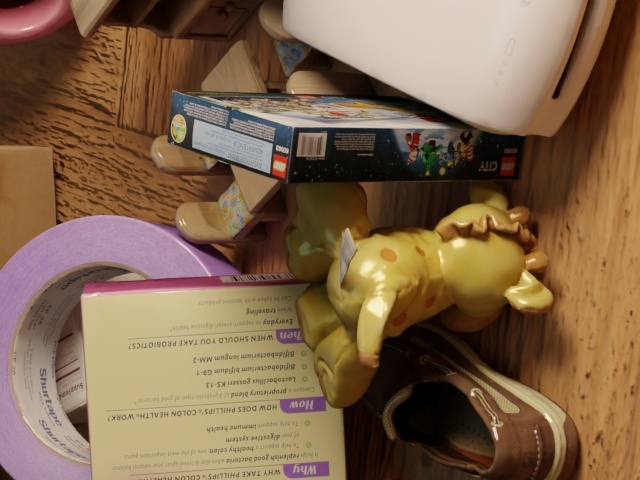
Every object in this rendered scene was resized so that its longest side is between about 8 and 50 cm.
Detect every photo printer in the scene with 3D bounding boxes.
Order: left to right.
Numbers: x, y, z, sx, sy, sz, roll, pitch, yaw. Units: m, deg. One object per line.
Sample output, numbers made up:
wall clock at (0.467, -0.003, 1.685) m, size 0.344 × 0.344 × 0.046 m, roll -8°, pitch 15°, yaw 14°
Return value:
photo printer at (0.108, -0.230, 1.435) m, size 0.307 × 0.107 × 0.256 m, roll 33°, pitch 116°, yaw 47°

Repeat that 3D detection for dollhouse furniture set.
dollhouse furniture set at (-0.099, -0.145, 1.658) m, size 0.212 × 0.161 × 0.242 m, roll -45°, pitch 57°, yaw 42°

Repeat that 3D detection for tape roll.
tape roll at (-0.188, 0.117, 1.734) m, size 0.274 × 0.090 × 0.275 m, roll -2°, pitch 84°, yaw 19°

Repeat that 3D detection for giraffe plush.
giraffe plush at (0.081, 0.022, 1.441) m, size 0.210 × 0.170 × 0.181 m, roll 139°, pitch 121°, yaw -72°

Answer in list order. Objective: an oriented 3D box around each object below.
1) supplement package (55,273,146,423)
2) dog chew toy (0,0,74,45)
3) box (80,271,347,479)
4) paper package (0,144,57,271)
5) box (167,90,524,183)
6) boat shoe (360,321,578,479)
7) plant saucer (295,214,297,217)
supplement package at (-0.232, 0.087, 1.881) m, size 0.105 × 0.105 × 0.179 m, roll -30°, pitch 69°, yaw 46°
dog chew toy at (-0.352, -0.361, 1.954) m, size 0.207 × 0.206 × 0.332 m, roll -57°, pitch 42°, yaw 36°
box at (-0.090, 0.153, 1.586) m, size 0.117 × 0.213 × 0.243 m, roll -150°, pitch 57°, yaw -83°
paper package at (-0.437, 0.066, 1.975) m, size 0.168 × 0.309 × 0.325 m, roll -8°, pitch 86°, yaw 49°
box at (0.021, -0.081, 1.449) m, size 0.159 × 0.233 × 0.044 m, roll 19°, pitch 107°, yaw 50°
boat shoe at (0.087, 0.125, 1.484) m, size 0.257 × 0.095 × 0.095 m, roll 19°, pitch 106°, yaw 50°
plant saucer at (0.000, 0.000, 1.657) m, size 0.083 × 0.013 × 0.083 m, roll 3°, pitch 93°, yaw 51°
